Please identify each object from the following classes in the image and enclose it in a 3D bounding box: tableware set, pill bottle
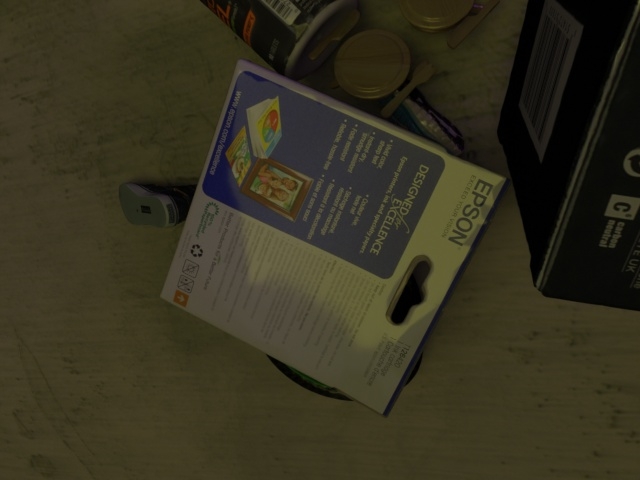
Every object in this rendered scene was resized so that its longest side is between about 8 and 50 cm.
[{"bbox_3d":[0.098,-0.234,0.630,0.194,0.039,0.128,-46,72,-1],"label":"tableware set"},{"bbox_3d":[-0.083,-0.320,0.658,0.245,0.130,0.130,44,118,4],"label":"pill bottle"}]

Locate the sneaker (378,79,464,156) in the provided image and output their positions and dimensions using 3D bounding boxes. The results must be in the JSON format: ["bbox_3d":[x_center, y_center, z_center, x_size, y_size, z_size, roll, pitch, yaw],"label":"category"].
[{"bbox_3d":[0.100,-0.149,0.680,0.162,0.063,0.073,47,122,3],"label":"sneaker"}]

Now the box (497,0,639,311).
[{"bbox_3d":[0.363,-0.095,0.405,0.395,0.294,0.212,8,123,7],"label":"box"}]

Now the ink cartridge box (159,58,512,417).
[{"bbox_3d":[0.000,0.000,0.618,0.307,0.072,0.304,25,108,5],"label":"ink cartridge box"}]

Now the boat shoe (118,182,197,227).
[{"bbox_3d":[-0.245,-0.058,0.855,0.183,0.083,0.065,17,115,46],"label":"boat shoe"}]

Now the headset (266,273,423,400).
[{"bbox_3d":[0.025,0.048,0.760,0.243,0.185,0.394,3,124,17],"label":"headset"}]
